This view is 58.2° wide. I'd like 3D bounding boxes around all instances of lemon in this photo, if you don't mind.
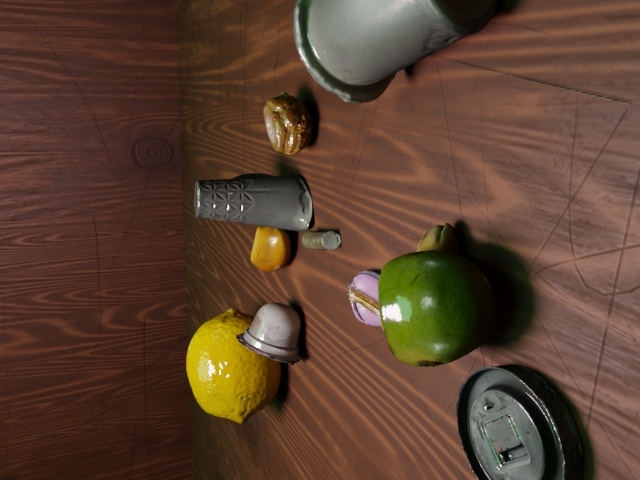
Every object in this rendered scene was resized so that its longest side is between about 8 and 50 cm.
[{"bbox_3d":[-0.279,0.403,1.852,0.336,0.335,0.336,175,90,-65],"label":"lemon"}]

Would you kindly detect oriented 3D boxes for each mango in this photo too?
[{"bbox_3d":[-0.142,0.017,1.710,0.217,0.102,0.141,136,135,-64],"label":"mango"}]

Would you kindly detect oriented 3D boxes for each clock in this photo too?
[{"bbox_3d":[0.299,0.304,0.888,0.226,0.048,0.226,176,90,-65],"label":"clock"}]

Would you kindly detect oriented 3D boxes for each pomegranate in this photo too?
[{"bbox_3d":[0.208,0.092,0.939,0.159,0.241,0.190,-13,107,31],"label":"pomegranate"}]

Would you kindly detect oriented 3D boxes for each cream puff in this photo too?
[{"bbox_3d":[-0.080,-0.303,1.495,0.150,0.115,0.165,170,85,-72],"label":"cream puff"}]

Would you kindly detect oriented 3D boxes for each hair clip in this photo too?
[{"bbox_3d":[0.133,0.145,1.203,0.110,0.095,0.358,55,174,-22],"label":"hair clip"}]

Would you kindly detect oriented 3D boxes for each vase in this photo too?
[{"bbox_3d":[0.128,-0.383,0.936,0.291,0.244,0.245,-8,88,56],"label":"vase"},{"bbox_3d":[-0.192,-0.115,1.586,0.251,0.300,0.156,-112,28,-49],"label":"vase"}]

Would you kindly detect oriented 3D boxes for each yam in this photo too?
[{"bbox_3d":[0.000,0.000,1.460,0.132,0.054,0.054,1,96,64],"label":"yam"}]

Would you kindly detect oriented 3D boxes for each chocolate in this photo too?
[{"bbox_3d":[-0.125,0.258,1.683,0.221,0.221,0.147,23,87,62],"label":"chocolate"}]
